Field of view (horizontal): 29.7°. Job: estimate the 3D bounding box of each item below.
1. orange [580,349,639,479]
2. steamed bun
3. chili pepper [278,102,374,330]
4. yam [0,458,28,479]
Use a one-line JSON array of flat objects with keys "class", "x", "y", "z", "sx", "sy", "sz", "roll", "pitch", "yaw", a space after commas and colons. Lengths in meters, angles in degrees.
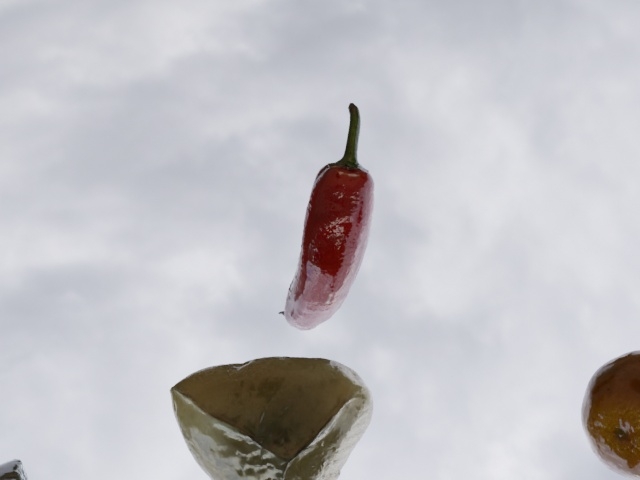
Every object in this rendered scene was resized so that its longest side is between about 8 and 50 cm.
[{"class": "orange", "x": 0.380, "y": 0.201, "z": 1.400, "sx": 0.155, "sy": 0.154, "sz": 0.134, "roll": 9, "pitch": -158, "yaw": 37}, {"class": "steamed bun", "x": -0.042, "y": 0.219, "z": 1.392, "sx": 0.212, "sy": 0.231, "sz": 0.110, "roll": -38, "pitch": -170, "yaw": 0}, {"class": "chili pepper", "x": 0.001, "y": 0.008, "z": 1.580, "sx": 0.092, "sy": 0.368, "sz": 0.137, "roll": 2, "pitch": -140, "yaw": -25}, {"class": "yam", "x": -0.278, "y": 0.250, "z": 0.702, "sx": 0.271, "sy": 0.201, "sz": 0.202, "roll": -16, "pitch": -124, "yaw": -19}]
